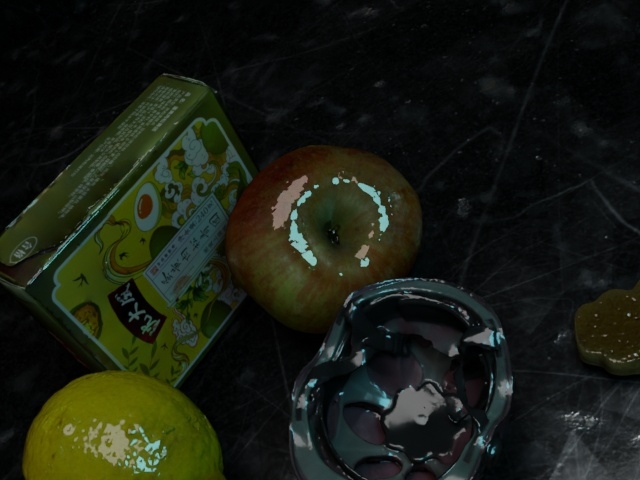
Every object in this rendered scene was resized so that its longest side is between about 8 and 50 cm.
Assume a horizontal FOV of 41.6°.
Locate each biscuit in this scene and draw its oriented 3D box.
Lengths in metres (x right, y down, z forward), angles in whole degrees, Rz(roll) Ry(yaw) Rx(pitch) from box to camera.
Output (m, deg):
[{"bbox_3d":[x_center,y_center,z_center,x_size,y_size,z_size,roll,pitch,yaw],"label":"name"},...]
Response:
[{"bbox_3d":[0.503,0.103,1.121,0.320,0.047,0.183,-27,47,1],"label":"biscuit"}]

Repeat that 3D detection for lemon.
[{"bbox_3d":[-0.267,0.308,1.166,0.320,0.245,0.245,15,58,23],"label":"lemon"}]

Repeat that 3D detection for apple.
[{"bbox_3d":[0.000,0.000,1.306,0.302,0.301,0.301,-13,47,14],"label":"apple"}]

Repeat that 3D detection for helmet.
[{"bbox_3d":[0.114,0.224,1.092,0.271,0.197,0.338,9,61,22],"label":"helmet"}]

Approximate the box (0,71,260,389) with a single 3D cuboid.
[{"bbox_3d":[-0.257,0.010,1.332,0.138,0.373,0.420,21,62,36],"label":"box"}]
